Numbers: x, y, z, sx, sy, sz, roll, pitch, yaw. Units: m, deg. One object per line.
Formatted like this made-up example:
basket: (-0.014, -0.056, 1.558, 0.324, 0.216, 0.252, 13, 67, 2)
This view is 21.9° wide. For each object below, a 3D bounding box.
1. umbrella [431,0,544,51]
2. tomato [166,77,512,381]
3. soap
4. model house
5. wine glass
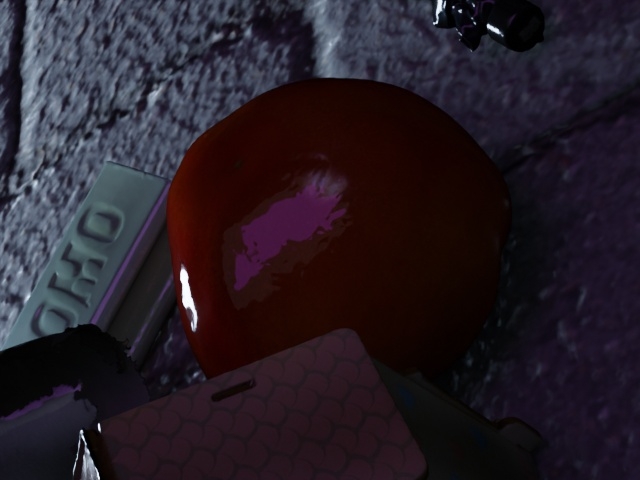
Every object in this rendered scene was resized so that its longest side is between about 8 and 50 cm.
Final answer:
umbrella: (0.097, -0.203, 1.246, 0.071, 0.080, 0.224, -25, 38, -18)
tomato: (0.003, -0.002, 1.104, 0.260, 0.180, 0.260, -26, 45, 29)
soap: (-0.176, 0.041, 1.353, 0.119, 0.066, 0.198, 17, 76, 53)
model house: (-0.045, 0.194, 0.962, 0.326, 0.244, 0.169, -44, 41, 16)
wine glass: (-0.280, 0.175, 1.239, 0.321, 0.143, 0.143, -27, 44, 13)
